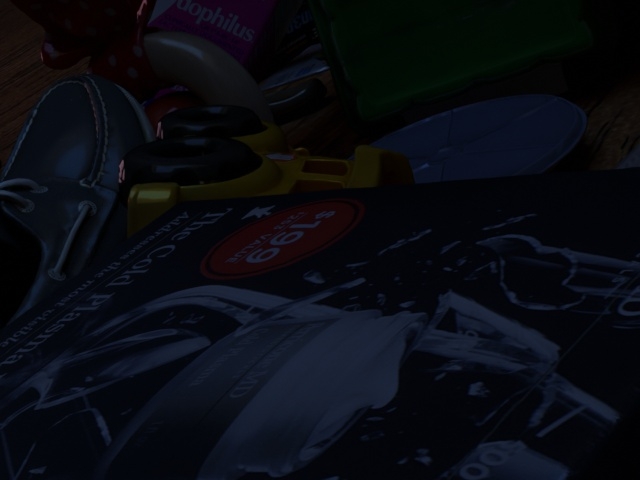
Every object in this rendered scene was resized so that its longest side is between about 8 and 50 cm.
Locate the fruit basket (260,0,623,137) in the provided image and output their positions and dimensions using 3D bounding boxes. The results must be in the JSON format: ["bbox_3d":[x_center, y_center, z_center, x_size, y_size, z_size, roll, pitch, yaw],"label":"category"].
[{"bbox_3d":[0.127,-0.189,1.331,0.327,0.165,0.353,-18,4,10],"label":"fruit basket"}]

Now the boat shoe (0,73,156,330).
[{"bbox_3d":[-0.176,0.003,0.956,0.116,0.099,0.319,-19,46,28],"label":"boat shoe"}]

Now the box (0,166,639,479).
[{"bbox_3d":[-0.015,0.129,0.516,0.313,0.179,0.343,-2,27,42],"label":"box"}]

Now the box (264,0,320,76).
[{"bbox_3d":[-0.086,-0.218,1.726,0.175,0.051,0.220,-1,28,47],"label":"box"}]

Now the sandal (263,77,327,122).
[{"bbox_3d":[-0.084,-0.124,1.470,0.180,0.049,0.072,-19,19,7],"label":"sandal"}]

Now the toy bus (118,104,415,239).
[{"bbox_3d":[0.000,0.000,0.927,0.212,0.149,0.220,-4,17,7],"label":"toy bus"}]

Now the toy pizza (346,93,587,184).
[{"bbox_3d":[0.091,-0.046,1.100,0.201,0.032,0.201,-19,20,7],"label":"toy pizza"}]

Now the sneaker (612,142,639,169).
[{"bbox_3d":[0.169,0.047,0.657,0.108,0.169,0.292,-61,6,-31],"label":"sneaker"}]

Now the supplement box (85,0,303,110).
[{"bbox_3d":[-0.103,-0.162,1.299,0.114,0.111,0.220,99,-163,-75],"label":"supplement box"}]

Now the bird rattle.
[{"bbox_3d":[-0.117,-0.084,1.137,0.207,0.253,0.143,20,18,23],"label":"bird rattle"}]
